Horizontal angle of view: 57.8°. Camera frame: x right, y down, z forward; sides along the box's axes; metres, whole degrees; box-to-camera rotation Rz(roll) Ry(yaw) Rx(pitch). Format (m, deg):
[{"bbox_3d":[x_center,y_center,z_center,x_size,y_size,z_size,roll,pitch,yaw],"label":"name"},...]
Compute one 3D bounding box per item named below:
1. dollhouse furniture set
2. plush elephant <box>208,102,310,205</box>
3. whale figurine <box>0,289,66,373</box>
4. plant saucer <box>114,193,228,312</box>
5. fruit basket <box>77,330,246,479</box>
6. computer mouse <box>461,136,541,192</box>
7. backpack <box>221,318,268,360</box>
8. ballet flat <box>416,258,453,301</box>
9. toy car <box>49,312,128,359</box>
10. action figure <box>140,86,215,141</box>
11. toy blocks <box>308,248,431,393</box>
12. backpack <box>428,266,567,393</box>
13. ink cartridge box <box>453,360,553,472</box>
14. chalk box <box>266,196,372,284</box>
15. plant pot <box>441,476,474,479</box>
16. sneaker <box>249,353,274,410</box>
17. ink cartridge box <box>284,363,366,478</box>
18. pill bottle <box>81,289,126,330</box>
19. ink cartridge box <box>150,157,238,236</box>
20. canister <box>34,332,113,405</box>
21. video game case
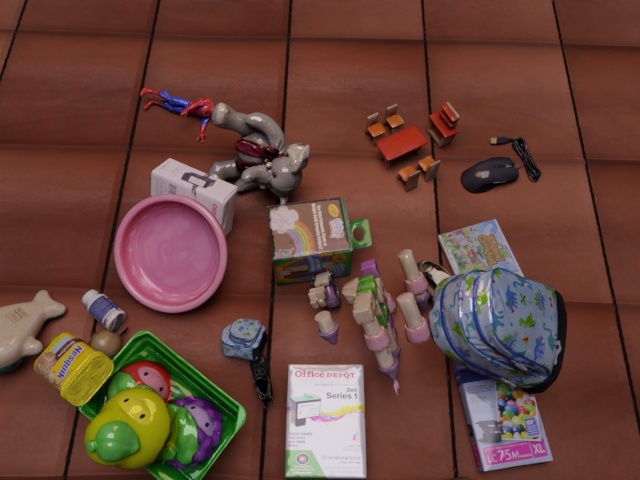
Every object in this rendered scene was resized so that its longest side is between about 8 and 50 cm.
[{"bbox_3d":[0.305,-0.332,1.855,0.259,0.135,0.262,-26,68,-12],"label":"dollhouse furniture set"},{"bbox_3d":[-0.162,-0.222,1.726,0.329,0.272,0.255,2,35,-25],"label":"plush elephant"},{"bbox_3d":[-0.837,0.253,1.588,0.216,0.141,0.272,32,44,13],"label":"whale figurine"},{"bbox_3d":[-0.413,0.035,1.640,0.331,0.084,0.333,1,95,10],"label":"plant saucer"},{"bbox_3d":[-0.394,0.410,1.372,0.392,0.392,0.283,34,69,14],"label":"fruit basket"},{"bbox_3d":[0.569,-0.260,1.865,0.261,0.060,0.184,-11,66,-6],"label":"computer mouse"},{"bbox_3d":[-0.212,0.265,1.585,0.114,0.084,0.105,3,31,11],"label":"backpack"},{"bbox_3d":[0.389,0.173,1.611,0.116,0.124,0.342,-39,68,-6],"label":"ballet flat"},{"bbox_3d":[-0.597,0.278,1.555,0.148,0.155,0.188,33,59,14],"label":"toy car"},{"bbox_3d":[-0.462,-0.418,1.915,0.280,0.092,0.139,9,58,5],"label":"action figure"},{"bbox_3d":[0.149,0.223,1.555,0.308,0.260,0.289,-16,25,16],"label":"toy blocks"},{"bbox_3d":[0.436,0.199,1.419,0.355,0.273,0.290,18,70,-12],"label":"backpack"},{"bbox_3d":[0.473,0.436,1.535,0.185,0.065,0.311,-7,63,-5],"label":"ink cartridge box"},{"bbox_3d":[0.000,0.000,1.673,0.288,0.179,0.180,-6,64,-4],"label":"chalk box"},{"bbox_3d":[0.282,0.668,1.340,0.229,0.263,0.263,-14,64,-28],"label":"plant pot"},{"bbox_3d":[-0.154,0.369,1.543,0.051,0.089,0.170,-14,66,-7],"label":"sneaker"},{"bbox_3d":[0.012,0.463,1.484,0.201,0.117,0.278,0,64,0],"label":"ink cartridge box"},{"bbox_3d":[-0.612,0.193,1.634,0.120,0.067,0.067,36,69,15],"label":"pill bottle"},{"bbox_3d":[-0.375,-0.112,1.714,0.237,0.172,0.100,23,39,10],"label":"ink cartridge box"},{"bbox_3d":[-0.586,0.298,1.369,0.169,0.073,0.126,17,59,39],"label":"canister"},{"bbox_3d":[0.479,0.053,1.736,0.193,0.023,0.213,-15,66,-8],"label":"video game case"}]
